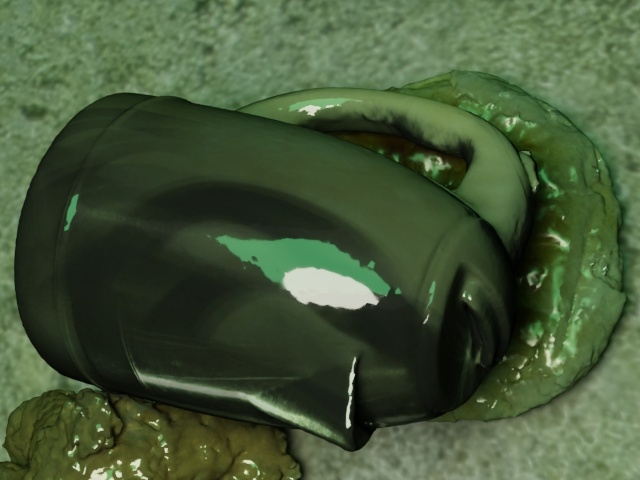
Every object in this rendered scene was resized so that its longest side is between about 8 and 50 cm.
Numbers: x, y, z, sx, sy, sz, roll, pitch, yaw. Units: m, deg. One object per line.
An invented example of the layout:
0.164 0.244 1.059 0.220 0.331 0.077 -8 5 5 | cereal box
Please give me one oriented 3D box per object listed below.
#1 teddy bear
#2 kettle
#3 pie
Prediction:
-0.168 0.239 1.071 0.267 0.156 0.256 4 73 21 | teddy bear
0.000 0.000 1.012 0.324 0.228 0.321 13 48 26 | kettle
0.097 0.002 1.107 0.306 0.071 0.306 -8 66 19 | pie
